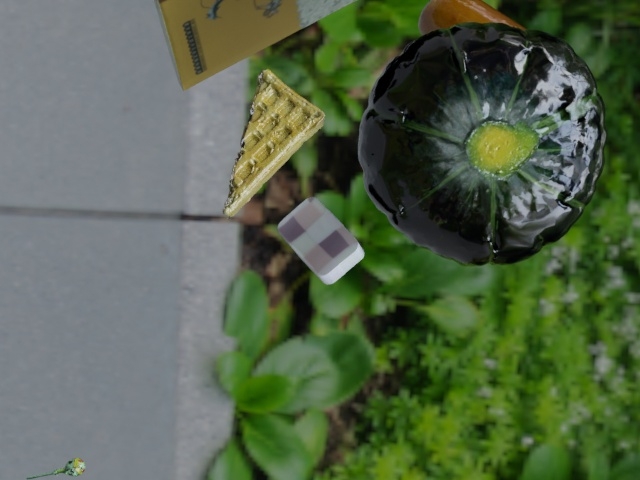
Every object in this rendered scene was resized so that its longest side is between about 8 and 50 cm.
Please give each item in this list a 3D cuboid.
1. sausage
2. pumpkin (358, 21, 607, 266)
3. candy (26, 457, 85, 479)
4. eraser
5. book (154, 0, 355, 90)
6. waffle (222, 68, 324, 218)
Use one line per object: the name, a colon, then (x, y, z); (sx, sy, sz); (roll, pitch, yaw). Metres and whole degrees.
sausage: (0.274, -0.298, 2.278); (0.105, 0.274, 0.105); (-41, 155, -24)
pumpkin: (0.188, -0.117, 1.746); (0.296, 0.295, 0.296); (-6, 98, -55)
candy: (-0.340, 0.296, 1.872); (0.025, 0.083, 0.023); (-50, 126, -75)
eraser: (0.000, 0.000, 1.753); (0.065, 0.105, 0.026); (-42, 145, -3)
book: (-0.037, -0.360, 1.923); (0.388, 0.032, 0.269); (-29, 154, -9)
waffle: (-0.075, -0.101, 1.522); (0.153, 0.097, 0.023); (-47, 153, -10)
